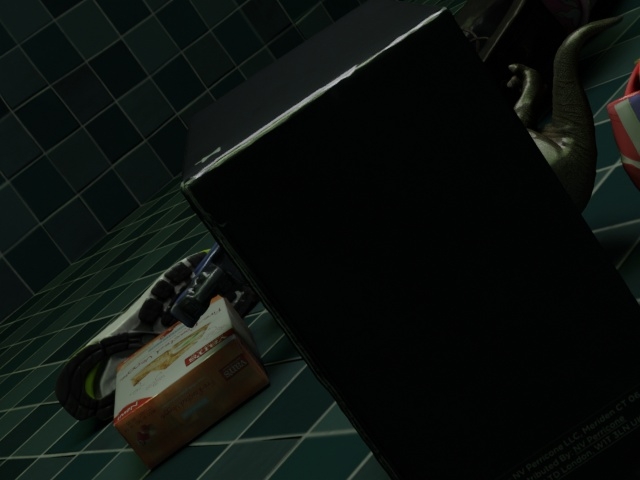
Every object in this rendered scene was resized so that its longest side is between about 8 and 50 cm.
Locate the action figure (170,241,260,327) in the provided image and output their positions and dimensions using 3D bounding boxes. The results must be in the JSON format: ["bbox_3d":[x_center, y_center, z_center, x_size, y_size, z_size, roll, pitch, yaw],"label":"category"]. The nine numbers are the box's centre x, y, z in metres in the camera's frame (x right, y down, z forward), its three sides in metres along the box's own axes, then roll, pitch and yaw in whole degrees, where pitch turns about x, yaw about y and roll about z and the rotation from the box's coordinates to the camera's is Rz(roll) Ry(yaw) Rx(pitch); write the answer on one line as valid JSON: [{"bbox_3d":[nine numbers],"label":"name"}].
[{"bbox_3d":[0.000,0.000,1.310,0.330,0.178,0.341,-27,22,47],"label":"action figure"}]

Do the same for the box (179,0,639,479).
[{"bbox_3d":[0.064,0.009,0.798,0.183,0.294,0.296,-35,13,3],"label":"box"}]

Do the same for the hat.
[{"bbox_3d":[0.233,-0.230,1.574,0.331,0.134,0.331,-52,9,11],"label":"hat"}]

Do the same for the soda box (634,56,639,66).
[{"bbox_3d":[0.400,-0.209,1.230,0.181,0.061,0.058,-42,15,-24],"label":"soda box"}]

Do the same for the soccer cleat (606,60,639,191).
[{"bbox_3d":[0.325,-0.137,1.042,0.109,0.116,0.318,-25,17,40],"label":"soccer cleat"}]

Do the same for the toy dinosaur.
[{"bbox_3d":[0.164,-0.041,1.016,0.313,0.121,0.160,-43,45,21],"label":"toy dinosaur"}]

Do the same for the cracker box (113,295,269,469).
[{"bbox_3d":[-0.147,0.147,1.353,0.156,0.067,0.232,-36,13,-2],"label":"cracker box"}]

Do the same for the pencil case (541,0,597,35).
[{"bbox_3d":[0.366,-0.405,1.819,0.160,0.167,0.386,12,37,23],"label":"pencil case"}]

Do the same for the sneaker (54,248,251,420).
[{"bbox_3d":[-0.212,0.109,1.576,0.300,0.111,0.121,-36,9,-9],"label":"sneaker"}]
